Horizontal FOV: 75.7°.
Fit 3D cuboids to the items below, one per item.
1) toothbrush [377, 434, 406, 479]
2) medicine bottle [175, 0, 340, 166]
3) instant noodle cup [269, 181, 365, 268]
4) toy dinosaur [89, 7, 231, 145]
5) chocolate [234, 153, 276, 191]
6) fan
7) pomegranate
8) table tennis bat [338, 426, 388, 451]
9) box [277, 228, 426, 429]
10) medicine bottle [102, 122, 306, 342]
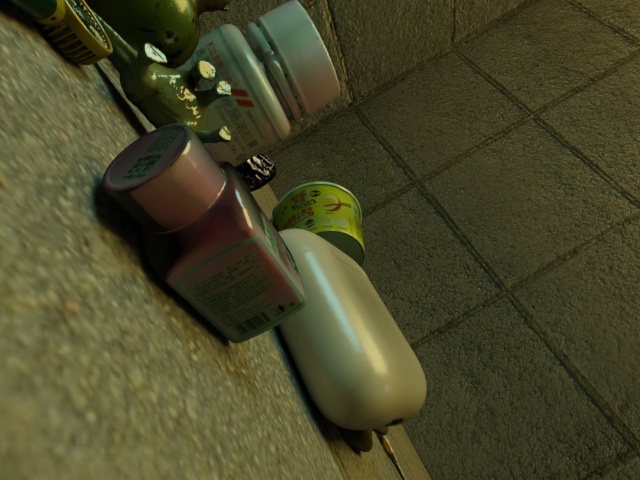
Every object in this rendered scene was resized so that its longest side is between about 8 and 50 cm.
[{"bbox_3d":[0.168,0.521,1.061,0.321,0.023,0.031,61,-7,24],"label":"toothbrush"},{"bbox_3d":[-0.146,-0.322,0.870,0.256,0.325,0.256,63,2,-4],"label":"medicine bottle"},{"bbox_3d":[0.000,0.000,1.274,0.221,0.311,0.311,-102,165,-54],"label":"instant noodle cup"},{"bbox_3d":[-0.197,-0.179,0.522,0.363,0.147,0.076,56,42,-26],"label":"toy dinosaur"},{"bbox_3d":[-0.257,-0.283,1.073,0.148,0.126,0.343,3,-43,41],"label":"chocolate"},{"bbox_3d":[-0.250,-0.214,0.377,0.082,0.039,0.155,61,0,-9],"label":"fan"},{"bbox_3d":[-0.249,-0.366,0.623,0.179,0.210,0.179,37,-14,11],"label":"pomegranate"},{"bbox_3d":[0.073,0.327,0.760,0.234,0.022,0.131,47,19,-45],"label":"table tennis bat"},{"bbox_3d":[0.037,0.148,0.713,0.288,0.141,0.349,32,23,-54],"label":"box"},{"bbox_3d":[-0.097,-0.006,0.374,0.188,0.094,0.119,60,1,-43],"label":"medicine bottle"}]
